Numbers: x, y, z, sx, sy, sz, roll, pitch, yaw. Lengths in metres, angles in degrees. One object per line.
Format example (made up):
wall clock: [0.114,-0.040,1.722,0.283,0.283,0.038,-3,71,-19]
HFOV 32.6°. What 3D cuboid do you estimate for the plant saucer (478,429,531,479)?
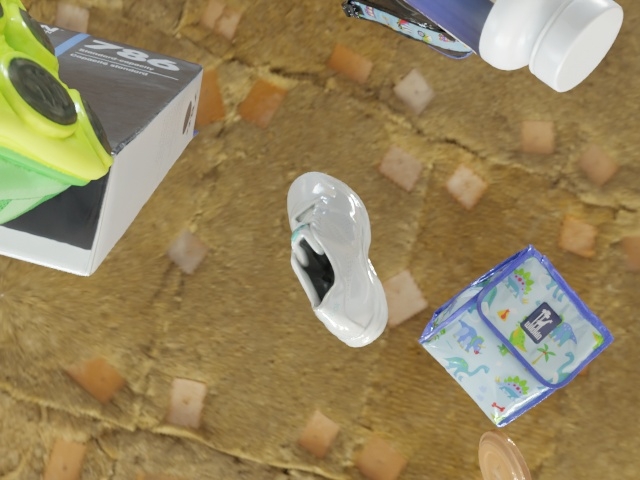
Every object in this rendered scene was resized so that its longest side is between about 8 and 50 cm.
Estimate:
plant saucer: [0.173,0.221,1.038,0.013,0.083,0.084,-17,-88,-21]

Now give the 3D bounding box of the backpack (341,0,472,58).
backpack: [0.109,-0.274,1.102,0.173,0.158,0.117,35,-111,25]

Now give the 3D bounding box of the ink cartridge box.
ink cartridge box: [-0.163,-0.077,0.614,0.165,0.333,0.065,14,-74,-3]

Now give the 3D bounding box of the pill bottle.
pill bottle: [0.124,-0.180,0.769,0.094,0.094,0.169,-42,-114,-14]

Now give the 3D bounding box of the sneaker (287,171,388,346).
sneaker: [0.000,0.000,1.063,0.080,0.212,0.094,-40,-44,20]

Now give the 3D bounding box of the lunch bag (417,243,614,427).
lunch bag: [0.198,0.094,1.104,0.151,0.096,0.129,-41,-86,27]

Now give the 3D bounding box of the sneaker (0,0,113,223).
sneaker: [-0.148,-0.025,0.293,0.123,0.295,0.109,-31,-83,13]
